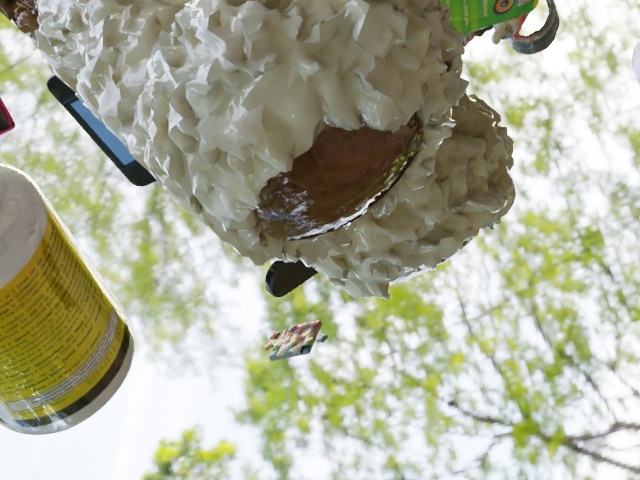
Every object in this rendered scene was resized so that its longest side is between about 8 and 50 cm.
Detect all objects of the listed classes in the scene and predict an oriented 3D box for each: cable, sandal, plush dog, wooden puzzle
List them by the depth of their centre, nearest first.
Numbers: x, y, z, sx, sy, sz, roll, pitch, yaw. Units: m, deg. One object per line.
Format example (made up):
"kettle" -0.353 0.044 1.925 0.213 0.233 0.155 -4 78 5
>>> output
"plush dog" 0.008 -0.123 0.443 0.210 0.225 0.262 41 -177 15
"wooden puzzle" -0.027 0.107 1.352 0.006 0.083 0.049 60 -148 -27
"cable" 0.224 -0.304 1.368 0.287 0.139 0.072 -55 -27 -24
"sandal" 0.000 0.000 1.394 0.179 0.040 0.067 -31 -42 -31

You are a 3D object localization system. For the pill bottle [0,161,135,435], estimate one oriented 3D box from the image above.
"pill bottle" -0.336 0.041 1.299 0.334 0.188 0.188 66 -155 -47

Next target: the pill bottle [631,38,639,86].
"pill bottle" 0.413 -0.222 1.269 0.121 0.221 0.121 6 -112 -15

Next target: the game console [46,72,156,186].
"game console" -0.149 -0.083 0.980 0.122 0.107 0.071 52 -146 -28

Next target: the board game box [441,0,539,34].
"board game box" 0.112 -0.246 1.208 0.259 0.124 0.039 -19 -131 -23

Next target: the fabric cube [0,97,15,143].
"fabric cube" -0.567 -0.143 1.495 0.259 0.258 0.254 -31 -91 -39
